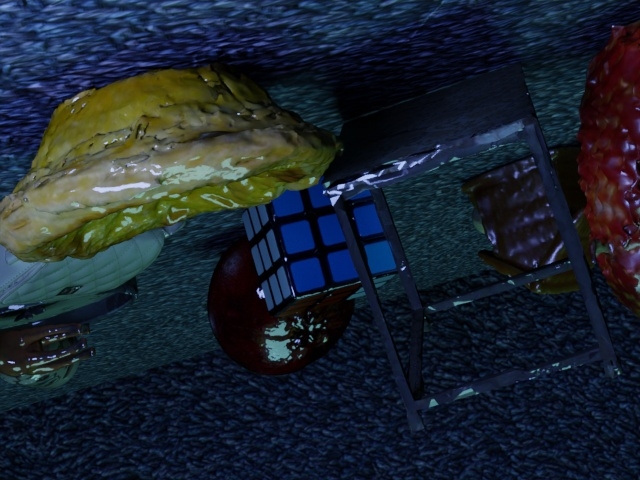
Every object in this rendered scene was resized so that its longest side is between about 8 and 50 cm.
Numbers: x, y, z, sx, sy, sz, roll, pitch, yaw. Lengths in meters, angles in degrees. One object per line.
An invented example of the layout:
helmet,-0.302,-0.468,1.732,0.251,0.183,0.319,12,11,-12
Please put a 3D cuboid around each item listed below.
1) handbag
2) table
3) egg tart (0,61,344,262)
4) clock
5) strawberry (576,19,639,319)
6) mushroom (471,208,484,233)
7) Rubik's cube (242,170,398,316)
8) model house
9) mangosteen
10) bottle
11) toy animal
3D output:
handbag,-0.289,0.013,1.878,0.219,0.079,0.256,-26,169,31
table,0.160,-0.005,1.607,0.222,0.272,0.335,-18,-167,10
egg tart,-0.148,-0.076,1.401,0.341,0.129,0.341,-17,173,-2
clock,-0.417,0.089,2.140,0.325,0.067,0.325,-16,171,-2
strawberry,0.395,-0.081,1.680,0.292,0.343,0.292,19,174,2
mushroom,0.302,-0.047,2.628,0.084,0.083,0.067,-18,129,10
Rubik's cube,0.000,0.000,2.043,0.161,0.162,0.163,-13,170,-16
model house,0.373,-0.024,2.408,0.220,0.229,0.199,-22,164,36
mangosteen,-0.076,0.078,2.332,0.236,0.235,0.261,-12,-150,-26
bottle,-0.466,0.175,2.413,0.120,0.120,0.253,-17,172,3
toy animal,-0.437,0.155,2.087,0.230,0.066,0.224,-11,171,0
